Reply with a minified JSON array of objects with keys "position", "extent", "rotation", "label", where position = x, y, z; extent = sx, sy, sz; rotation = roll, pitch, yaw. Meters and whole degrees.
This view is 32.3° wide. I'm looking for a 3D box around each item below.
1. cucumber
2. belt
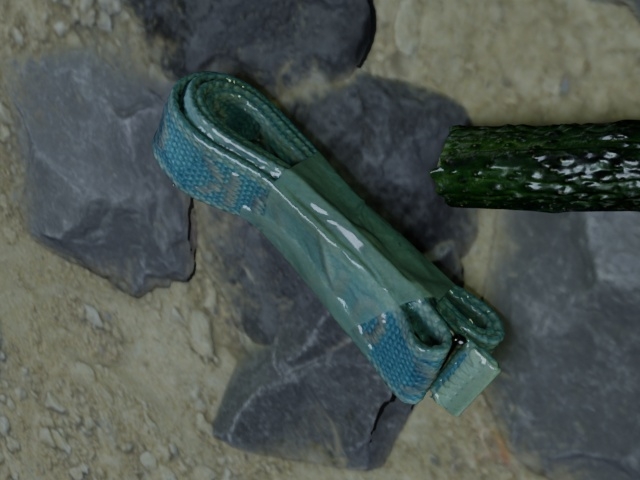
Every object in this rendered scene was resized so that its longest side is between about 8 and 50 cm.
[{"position":[0.151,-0.042,0.644],"extent":[0.187,0.058,0.058],"rotation":[3,112,39],"label":"cucumber"},{"position":[0.000,0.000,0.767],"extent":[0.302,0.087,0.072],"rotation":[44,128,14],"label":"belt"}]
